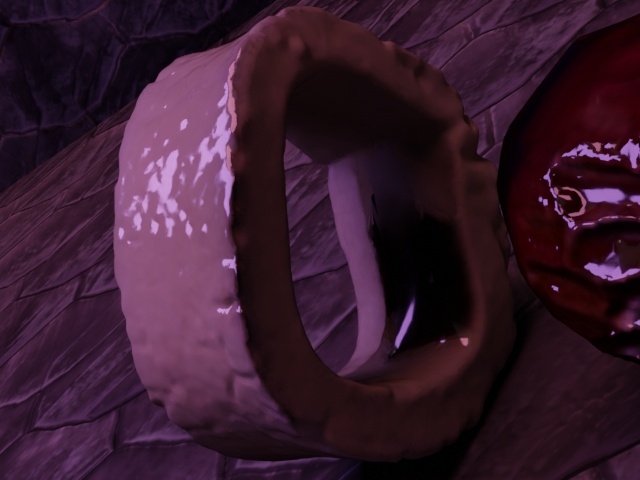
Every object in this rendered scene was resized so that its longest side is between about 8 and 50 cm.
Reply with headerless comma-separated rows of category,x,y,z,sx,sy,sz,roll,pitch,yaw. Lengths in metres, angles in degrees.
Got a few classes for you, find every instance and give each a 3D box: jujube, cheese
jujube,0.274,-0.028,0.749,0.258,0.258,0.377,-47,35,-21
cheese,0.000,0.000,0.977,0.292,0.332,0.153,-5,-3,-43
